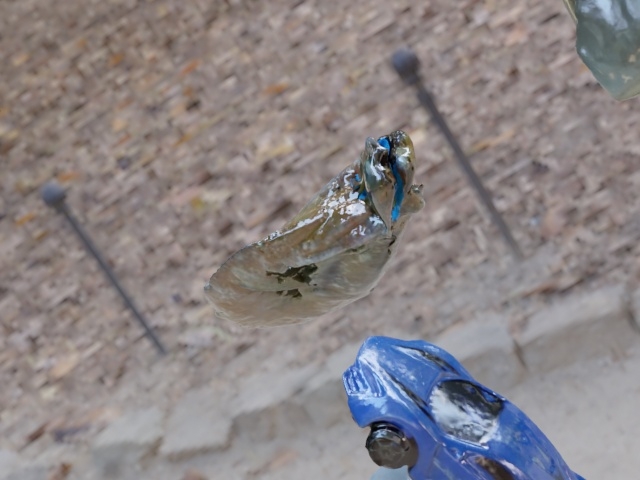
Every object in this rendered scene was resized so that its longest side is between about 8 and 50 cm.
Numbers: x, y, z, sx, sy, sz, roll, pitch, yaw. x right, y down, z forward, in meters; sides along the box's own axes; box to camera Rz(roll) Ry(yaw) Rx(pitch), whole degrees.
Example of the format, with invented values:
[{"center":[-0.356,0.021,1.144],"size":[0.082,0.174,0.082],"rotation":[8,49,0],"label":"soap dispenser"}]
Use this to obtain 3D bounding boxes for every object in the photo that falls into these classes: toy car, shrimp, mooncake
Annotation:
[{"center":[0.105,0.139,0.945],"size":[0.063,0.216,0.103],"rotation":[-42,5,31],"label":"toy car"},{"center":[0.000,0.000,1.761],"size":[0.221,0.110,0.446],"rotation":[-2,-25,-25],"label":"shrimp"},{"center":[0.354,-0.300,1.535],"size":[0.254,0.250,0.136],"rotation":[-32,-12,40],"label":"mooncake"}]

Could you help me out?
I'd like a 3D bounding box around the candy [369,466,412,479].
[{"center":[0.103,0.228,1.148],"size":[0.138,0.071,0.174],"rotation":[-24,42,18],"label":"candy"}]
